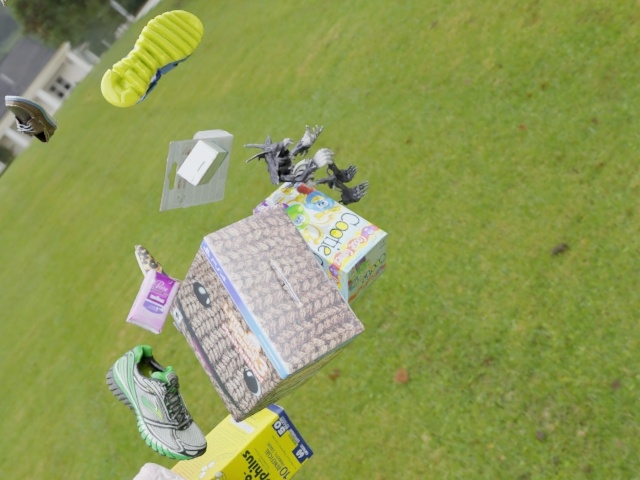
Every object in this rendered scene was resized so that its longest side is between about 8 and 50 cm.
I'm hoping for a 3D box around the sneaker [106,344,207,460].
[{"bbox_3d":[-0.409,0.417,1.927,0.146,0.343,0.134,-50,-15,22],"label":"sneaker"}]

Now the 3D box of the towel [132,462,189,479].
[{"bbox_3d":[-0.330,0.672,1.682,0.332,0.317,0.053,-57,-14,-62],"label":"towel"}]

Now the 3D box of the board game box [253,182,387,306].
[{"bbox_3d":[0.000,0.000,1.697,0.144,0.275,0.142,-43,-28,-27],"label":"board game box"}]

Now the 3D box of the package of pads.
[{"bbox_3d":[-0.239,0.088,1.074,0.032,0.050,0.083,-32,34,55],"label":"package of pads"}]

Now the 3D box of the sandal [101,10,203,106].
[{"bbox_3d":[-0.422,-0.449,1.869,0.317,0.126,0.138,-45,9,-14],"label":"sandal"}]

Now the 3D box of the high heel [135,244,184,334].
[{"bbox_3d":[-0.348,0.088,1.941,0.186,0.261,0.093,-32,5,-10],"label":"high heel"}]

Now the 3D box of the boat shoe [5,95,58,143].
[{"bbox_3d":[-0.677,-0.281,1.760,0.183,0.066,0.066,47,-129,-71],"label":"boat shoe"}]

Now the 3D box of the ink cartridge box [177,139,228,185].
[{"bbox_3d":[-0.252,-0.168,1.615,0.088,0.052,0.122,-55,2,7],"label":"ink cartridge box"}]

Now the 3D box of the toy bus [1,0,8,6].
[{"bbox_3d":[-0.563,-0.584,1.455,0.202,0.104,0.191,97,172,-46],"label":"toy bus"}]

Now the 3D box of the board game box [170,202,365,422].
[{"bbox_3d":[-0.098,0.124,1.182,0.141,0.232,0.291,-26,-15,-31],"label":"board game box"}]

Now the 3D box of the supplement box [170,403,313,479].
[{"bbox_3d":[-0.234,0.656,2.198,0.356,0.194,0.195,-42,25,-23],"label":"supplement box"}]

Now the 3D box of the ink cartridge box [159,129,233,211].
[{"bbox_3d":[-0.316,-0.175,1.850,0.225,0.056,0.181,-15,-56,-52],"label":"ink cartridge box"}]

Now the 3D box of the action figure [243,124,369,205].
[{"bbox_3d":[-0.026,-0.178,1.655,0.141,0.276,0.164,-49,39,28],"label":"action figure"}]
